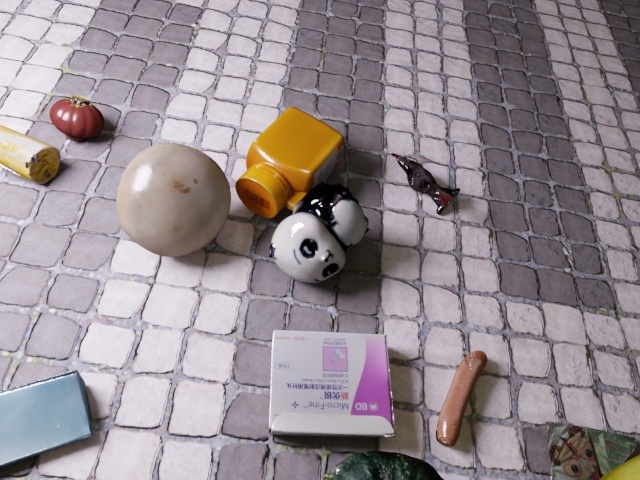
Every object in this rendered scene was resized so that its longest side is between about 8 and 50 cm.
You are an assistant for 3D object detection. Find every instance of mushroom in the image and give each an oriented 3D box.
[{"bbox_3d":[-0.273,-0.076,0.919,0.205,0.204,0.204,5,57,-8],"label":"mushroom"}]

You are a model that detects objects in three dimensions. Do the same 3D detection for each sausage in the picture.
[{"bbox_3d":[0.242,0.262,0.864,0.043,0.043,0.186,29,57,9],"label":"sausage"}]

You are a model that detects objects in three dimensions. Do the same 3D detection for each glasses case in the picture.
[{"bbox_3d":[-0.474,0.274,0.719,0.266,0.056,0.105,-14,85,-19],"label":"glasses case"}]

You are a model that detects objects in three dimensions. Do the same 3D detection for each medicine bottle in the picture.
[{"bbox_3d":[0.017,0.236,0.832,0.201,0.052,0.171,4,57,-6],"label":"medicine bottle"},{"bbox_3d":[-0.067,-0.154,1.032,0.150,0.112,0.222,32,57,10],"label":"medicine bottle"}]

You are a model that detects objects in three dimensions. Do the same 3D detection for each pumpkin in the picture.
[{"bbox_3d":[0.089,0.391,0.682,0.212,0.152,0.211,9,65,-19],"label":"pumpkin"}]

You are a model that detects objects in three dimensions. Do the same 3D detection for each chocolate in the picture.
[{"bbox_3d":[-0.614,-0.185,0.974,0.220,0.085,0.085,25,56,11],"label":"chocolate"}]

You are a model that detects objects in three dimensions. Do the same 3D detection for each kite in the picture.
[{"bbox_3d":[0.465,0.404,0.832,0.229,0.012,0.250,-35,70,-24],"label":"kite"}]

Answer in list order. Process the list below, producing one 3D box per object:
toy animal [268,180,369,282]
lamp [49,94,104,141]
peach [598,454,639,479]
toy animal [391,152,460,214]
[{"bbox_3d":[0.000,0.000,0.930,0.138,0.166,0.179,7,52,48],"label":"toy animal"},{"bbox_3d":[-0.494,-0.247,1.025,0.101,0.090,0.101,17,22,-7],"label":"lamp"},{"bbox_3d":[0.492,0.418,0.652,0.282,0.315,0.314,25,69,20],"label":"peach"},{"bbox_3d":[0.226,-0.133,1.104,0.202,0.070,0.105,51,19,29],"label":"toy animal"}]
